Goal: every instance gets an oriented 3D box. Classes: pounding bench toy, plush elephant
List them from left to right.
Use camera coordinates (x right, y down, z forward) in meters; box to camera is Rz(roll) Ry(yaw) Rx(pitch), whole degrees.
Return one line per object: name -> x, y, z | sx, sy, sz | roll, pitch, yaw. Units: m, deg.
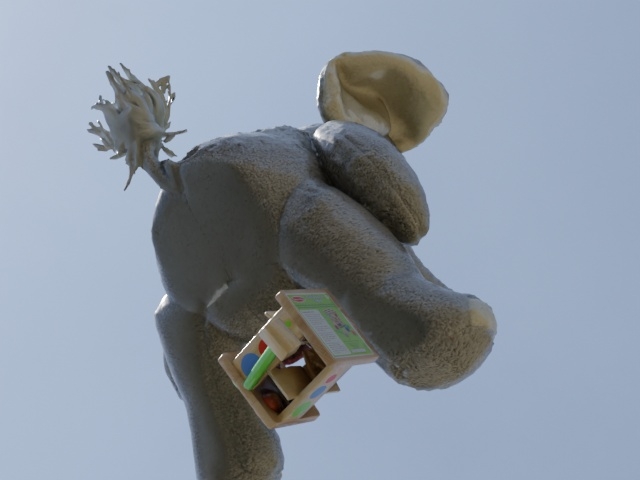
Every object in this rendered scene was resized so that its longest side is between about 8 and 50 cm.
pounding bench toy -> -0.022, 0.068, 0.731 | 0.065, 0.052, 0.083 | -47, -22, 21
plush elephant -> 0.000, 0.000, 1.000 | 0.255, 0.330, 0.272 | -13, -27, -52
